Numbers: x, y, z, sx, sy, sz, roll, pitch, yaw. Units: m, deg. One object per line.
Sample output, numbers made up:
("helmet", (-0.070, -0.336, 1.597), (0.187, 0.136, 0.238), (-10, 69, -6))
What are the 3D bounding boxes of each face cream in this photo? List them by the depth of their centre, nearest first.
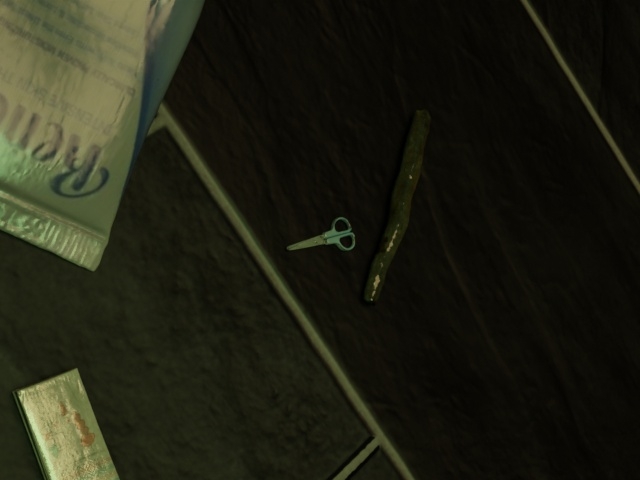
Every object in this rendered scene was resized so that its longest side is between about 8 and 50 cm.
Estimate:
("face cream", (-0.220, -0.210, 0.872), (0.235, 0.137, 0.420), (28, 75, -25))

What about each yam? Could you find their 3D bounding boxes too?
("yam", (0.084, -0.036, 1.049), (0.027, 0.029, 0.234), (17, 67, 2))

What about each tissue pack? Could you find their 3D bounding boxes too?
("tissue pack", (-0.205, 0.163, 0.808), (0.056, 0.023, 0.108), (-18, 87, -34))

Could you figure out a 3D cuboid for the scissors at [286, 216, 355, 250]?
("scissors", (0.000, 0.000, 0.995), (0.083, 0.006, 0.036), (-16, 87, -35))
